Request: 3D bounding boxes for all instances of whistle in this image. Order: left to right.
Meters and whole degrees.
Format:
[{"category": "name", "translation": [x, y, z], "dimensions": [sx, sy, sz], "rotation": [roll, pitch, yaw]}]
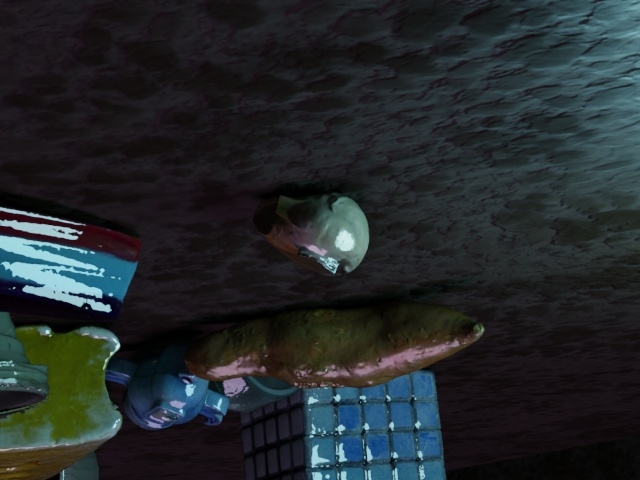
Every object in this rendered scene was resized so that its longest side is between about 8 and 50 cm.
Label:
[{"category": "whistle", "translation": [-0.196, 0.189, 1.716], "dimensions": [0.180, 0.093, 0.269], "rotation": [23, 161, -15]}]

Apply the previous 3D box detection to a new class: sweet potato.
[{"category": "sweet potato", "translation": [0.021, 0.122, 1.571], "dimensions": [0.354, 0.095, 0.106], "rotation": [-6, 171, 16]}]

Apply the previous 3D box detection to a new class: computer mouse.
[{"category": "computer mouse", "translation": [-0.098, 0.199, 1.856], "dimensions": [0.126, 0.071, 0.231], "rotation": [-10, 165, 17]}]

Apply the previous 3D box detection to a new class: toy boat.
[{"category": "toy boat", "translation": [-0.304, 0.005, 1.092], "dimensions": [0.392, 0.079, 0.136], "rotation": [13, 158, -42]}]

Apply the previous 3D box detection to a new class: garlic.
[{"category": "garlic", "translation": [0.004, -0.007, 1.170], "dimensions": [0.084, 0.066, 0.152], "rotation": [18, 174, 30]}]

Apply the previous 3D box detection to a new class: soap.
[{"category": "soap", "translation": [-0.413, 0.203, 1.624], "dimensions": [0.293, 0.156, 0.335], "rotation": [3, 161, -25]}]

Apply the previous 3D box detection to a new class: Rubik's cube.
[{"category": "Rubik's cube", "translation": [0.031, 0.325, 2.061], "dimensions": [0.237, 0.237, 0.238], "rotation": [1, 163, -27]}]

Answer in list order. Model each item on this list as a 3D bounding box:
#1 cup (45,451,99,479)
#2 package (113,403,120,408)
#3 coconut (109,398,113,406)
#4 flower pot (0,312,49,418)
[{"category": "cup", "translation": [-0.416, 0.344, 1.979], "dimensions": [0.288, 0.208, 0.273], "rotation": [14, 168, 7]}, {"category": "package", "translation": [-0.333, 0.247, 2.065], "dimensions": [0.037, 0.015, 0.110], "rotation": [-12, 166, 4]}, {"category": "coconut", "translation": [-0.331, 0.247, 1.946], "dimensions": [0.083, 0.081, 0.082], "rotation": [38, -168, 32]}, {"category": "flower pot", "translation": [-0.360, 0.089, 1.237], "dimensions": [0.235, 0.141, 0.235], "rotation": [-4, 167, -1]}]
